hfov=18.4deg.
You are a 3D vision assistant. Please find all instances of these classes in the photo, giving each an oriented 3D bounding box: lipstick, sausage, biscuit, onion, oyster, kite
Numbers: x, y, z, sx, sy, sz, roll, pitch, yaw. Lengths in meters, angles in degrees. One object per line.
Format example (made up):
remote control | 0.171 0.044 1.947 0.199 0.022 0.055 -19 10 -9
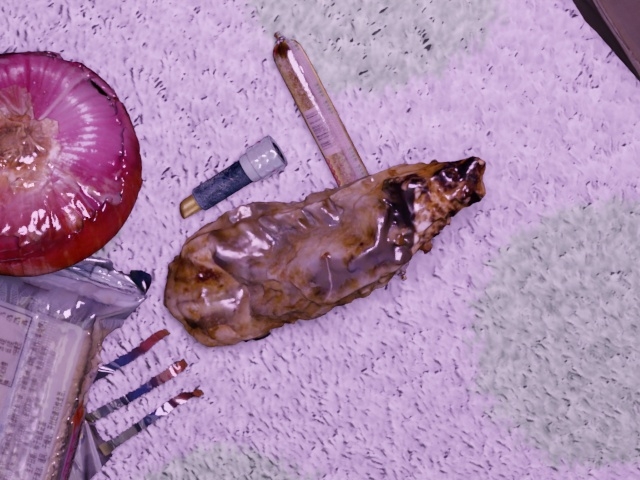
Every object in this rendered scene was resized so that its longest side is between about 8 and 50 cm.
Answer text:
lipstick | -0.089 -0.057 1.884 0.116 0.037 0.037 -31 100 10
sausage | 0.020 -0.079 1.879 0.033 0.033 0.269 -27 100 5
biscuit | -0.287 0.152 1.893 0.186 0.079 0.309 16 97 2
onion | -0.275 -0.062 1.826 0.230 0.163 0.230 1 68 -2
oyster | 0.001 0.003 1.856 0.345 0.078 0.128 -24 92 18
kite | -0.235 0.179 1.938 0.245 0.015 0.141 -31 97 7

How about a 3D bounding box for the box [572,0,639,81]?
box | 0.276 -0.276 1.738 0.149 0.155 0.231 -35 130 5
